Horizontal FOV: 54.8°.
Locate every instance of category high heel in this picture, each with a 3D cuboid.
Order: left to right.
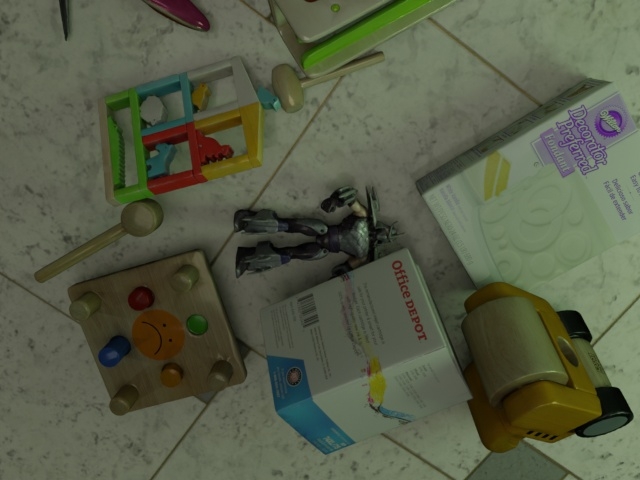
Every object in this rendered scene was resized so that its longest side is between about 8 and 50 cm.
[{"bbox_3d":[-0.256,-0.424,0.942,0.244,0.082,0.117,33,96,-3],"label":"high heel"}]

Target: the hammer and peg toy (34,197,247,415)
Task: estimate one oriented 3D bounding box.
[{"bbox_3d":[-0.305,0.114,1.074,0.266,0.127,0.361,-17,102,8],"label":"hammer and peg toy"}]

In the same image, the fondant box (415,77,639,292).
[{"bbox_3d":[0.358,-0.072,1.004,0.330,0.096,0.238,-31,103,10],"label":"fondant box"}]

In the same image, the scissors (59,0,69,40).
[{"bbox_3d":[-0.413,-0.473,0.959,0.109,0.021,0.297,16,108,-5],"label":"scissors"}]

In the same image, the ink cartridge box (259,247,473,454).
[{"bbox_3d":[0.073,0.184,1.005,0.270,0.198,0.197,-23,137,10],"label":"ink cartridge box"}]

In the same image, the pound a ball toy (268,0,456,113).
[{"bbox_3d":[0.047,-0.348,0.917,0.319,0.208,0.135,-29,80,-2],"label":"pound a ball toy"}]

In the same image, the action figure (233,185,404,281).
[{"bbox_3d":[0.000,0.000,1.042,0.285,0.099,0.185,-3,102,0],"label":"action figure"}]

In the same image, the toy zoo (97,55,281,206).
[{"bbox_3d":[-0.205,-0.179,0.975,0.293,0.030,0.192,-14,69,7],"label":"toy zoo"}]

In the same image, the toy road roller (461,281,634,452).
[{"bbox_3d":[0.317,0.235,1.008,0.329,0.202,0.240,24,129,-38],"label":"toy road roller"}]
